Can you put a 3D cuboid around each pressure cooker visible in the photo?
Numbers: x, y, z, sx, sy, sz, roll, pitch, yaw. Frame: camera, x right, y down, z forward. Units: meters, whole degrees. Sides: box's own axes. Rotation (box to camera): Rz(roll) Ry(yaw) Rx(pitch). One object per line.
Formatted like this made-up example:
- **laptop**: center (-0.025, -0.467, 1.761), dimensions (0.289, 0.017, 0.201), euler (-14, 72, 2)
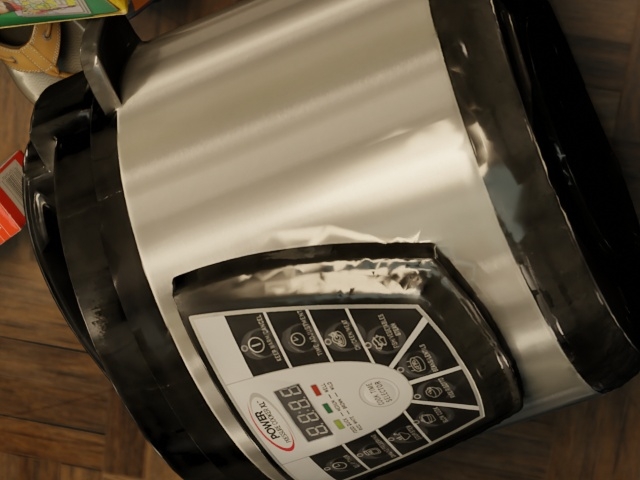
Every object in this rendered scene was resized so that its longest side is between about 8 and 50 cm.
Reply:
- **pressure cooker**: center (0.001, -0.002, 1.274), dimensions (0.420, 0.375, 0.370), euler (-19, 77, 17)

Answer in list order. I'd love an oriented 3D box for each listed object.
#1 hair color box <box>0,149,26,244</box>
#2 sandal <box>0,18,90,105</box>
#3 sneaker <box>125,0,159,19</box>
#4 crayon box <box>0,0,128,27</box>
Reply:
- **hair color box**: center (-0.317, -0.001, 1.471), dimensions (0.167, 0.093, 0.053), euler (-32, 103, 20)
- **sandal**: center (-0.241, -0.184, 1.401), dimensions (0.090, 0.060, 0.219), euler (-22, 107, 17)
- **sneaker**: center (-0.212, -0.243, 1.310), dimensions (0.321, 0.124, 0.180), euler (-7, 110, 19)
- **crayon box**: center (-0.318, -0.300, 1.196), dimensions (0.362, 0.106, 0.313), euler (-4, 81, 16)
